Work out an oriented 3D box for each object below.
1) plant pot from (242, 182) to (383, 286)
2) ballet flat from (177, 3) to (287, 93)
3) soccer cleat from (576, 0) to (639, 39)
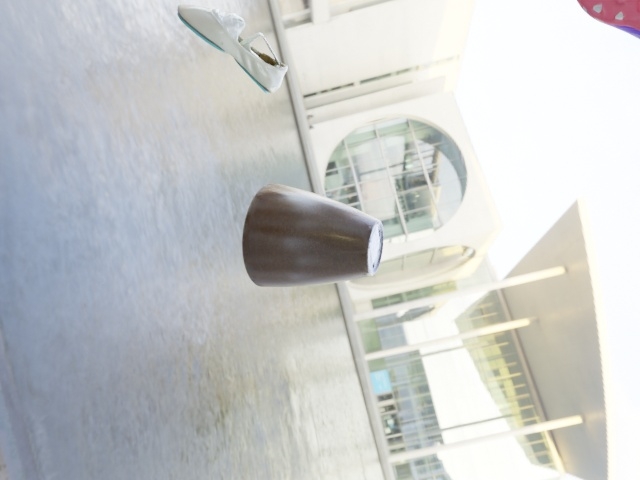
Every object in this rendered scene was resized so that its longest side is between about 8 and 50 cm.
[{"bbox_3d":[0.000,0.000,0.933,0.215,0.231,0.215,6,90,-68],"label":"plant pot"},{"bbox_3d":[-0.157,-0.388,0.916,0.248,0.086,0.086,31,38,-44],"label":"ballet flat"},{"bbox_3d":[0.548,-0.386,0.814,0.248,0.083,0.095,46,18,28],"label":"soccer cleat"}]
